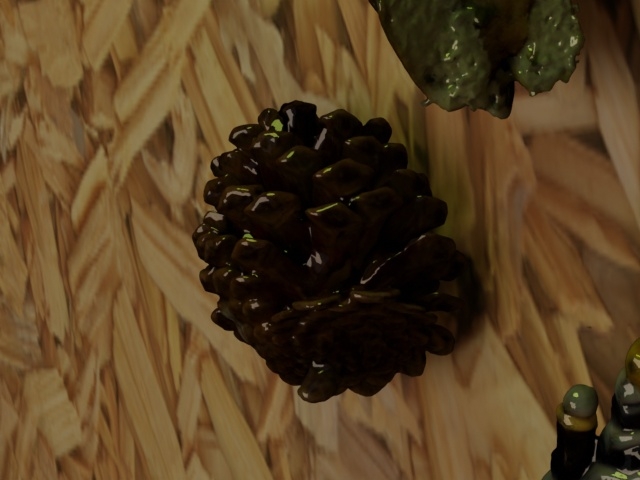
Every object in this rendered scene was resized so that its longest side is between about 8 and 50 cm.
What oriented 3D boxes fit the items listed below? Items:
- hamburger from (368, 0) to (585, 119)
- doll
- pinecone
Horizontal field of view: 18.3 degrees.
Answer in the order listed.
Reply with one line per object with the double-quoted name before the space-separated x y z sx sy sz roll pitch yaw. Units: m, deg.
"hamburger" 0.060 -0.236 1.157 0.211 0.132 0.309 -116 12 -64
"doll" 0.179 0.204 1.224 0.103 0.145 0.316 -89 15 -60
"pinecone" -0.002 0.000 1.340 0.185 0.168 0.212 -47 63 53
